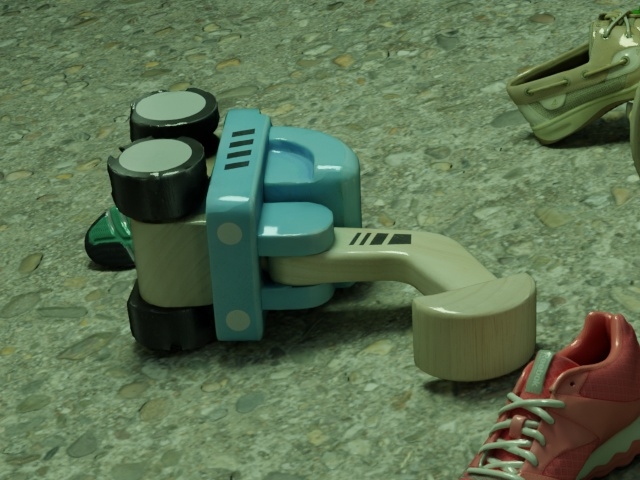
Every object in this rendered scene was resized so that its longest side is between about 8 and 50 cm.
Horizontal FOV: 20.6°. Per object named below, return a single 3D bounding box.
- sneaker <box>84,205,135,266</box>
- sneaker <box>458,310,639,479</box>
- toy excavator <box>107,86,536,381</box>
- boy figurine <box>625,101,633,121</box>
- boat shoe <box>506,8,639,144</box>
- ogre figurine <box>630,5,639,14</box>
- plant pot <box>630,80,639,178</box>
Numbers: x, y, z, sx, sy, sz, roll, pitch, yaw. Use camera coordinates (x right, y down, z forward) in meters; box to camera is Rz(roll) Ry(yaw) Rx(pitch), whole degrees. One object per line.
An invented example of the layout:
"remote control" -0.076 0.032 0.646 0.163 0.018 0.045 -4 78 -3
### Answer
"sneaker" -0.181 -0.021 2.195 0.223 0.083 0.098 -24 -16 9
"sneaker" 0.184 0.168 1.525 0.116 0.136 0.314 8 33 40
"toy excavator" 0.000 0.000 1.909 0.445 0.222 0.433 -3 28 4
"boy figurine" 0.450 -0.157 2.103 0.177 0.092 0.285 -4 23 20
"boat shoe" 0.364 -0.228 2.148 0.302 0.098 0.109 -30 16 32
"ogre figurine" 0.471 -0.312 2.389 0.197 0.097 0.118 -54 9 21
"plant pot" 0.512 -0.067 1.678 0.334 0.334 0.305 -17 37 -7
